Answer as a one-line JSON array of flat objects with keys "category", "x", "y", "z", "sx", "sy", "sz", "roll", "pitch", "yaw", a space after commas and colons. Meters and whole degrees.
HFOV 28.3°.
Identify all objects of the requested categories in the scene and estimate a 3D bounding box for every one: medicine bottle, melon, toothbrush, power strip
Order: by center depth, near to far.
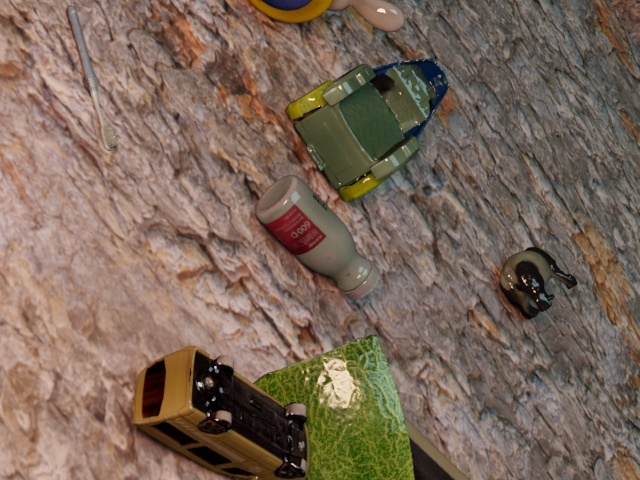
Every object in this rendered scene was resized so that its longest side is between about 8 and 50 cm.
[{"category": "melon", "x": 0.045, "y": 0.310, "z": 1.754, "sx": 0.124, "sy": 0.196, "sz": 0.323, "roll": 5, "pitch": 64, "yaw": -83}, {"category": "toothbrush", "x": -0.318, "y": -0.227, "z": 1.755, "sx": 0.016, "sy": 0.019, "sz": 0.219, "roll": -2, "pitch": 69, "yaw": -48}, {"category": "power strip", "x": 0.147, "y": 0.358, "z": 1.886, "sx": 0.257, "sy": 0.105, "sz": 0.070, "roll": 45, "pitch": 36, "yaw": -24}, {"category": "medicine bottle", "x": 0.000, "y": 0.000, "z": 1.953, "sx": 0.216, "sy": 0.090, "sz": 0.090, "roll": 45, "pitch": 38, "yaw": -24}]

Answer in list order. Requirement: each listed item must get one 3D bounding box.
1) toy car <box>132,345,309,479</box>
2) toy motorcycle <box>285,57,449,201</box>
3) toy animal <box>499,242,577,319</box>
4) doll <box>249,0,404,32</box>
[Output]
[{"category": "toy car", "x": -0.120, "y": 0.233, "z": 1.613, "sx": 0.257, "sy": 0.124, "sz": 0.101, "roll": 41, "pitch": 39, "yaw": -43}, {"category": "toy motorcycle", "x": 0.106, "y": -0.223, "z": 2.153, "sx": 0.191, "sy": 0.200, "sz": 0.326, "roll": 57, "pitch": 36, "yaw": -7}, {"category": "toy animal", "x": 0.417, "y": 0.071, "z": 2.458, "sx": 0.121, "sy": 0.094, "sz": 0.225, "roll": 55, "pitch": 35, "yaw": 5}, {"category": "doll", "x": -0.011, "y": -0.427, "z": 2.167, "sx": 0.311, "sy": 0.159, "sz": 0.242, "roll": 34, "pitch": 7, "yaw": 7}]
